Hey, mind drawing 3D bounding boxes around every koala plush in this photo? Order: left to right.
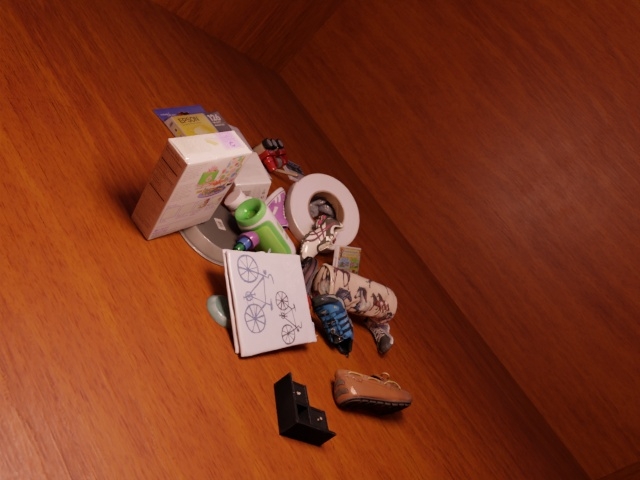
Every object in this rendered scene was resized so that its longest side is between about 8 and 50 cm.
[{"bbox_3d":[0.044,-0.129,2.406,0.196,0.203,0.221,-112,-179,-77],"label":"koala plush"}]

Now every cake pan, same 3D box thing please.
[{"bbox_3d":[-0.369,-0.040,1.605,0.293,0.054,0.293,41,22,-20],"label":"cake pan"}]

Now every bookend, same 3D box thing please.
[{"bbox_3d":[-0.046,0.483,1.318,0.157,0.072,0.156,35,25,-34],"label":"bookend"}]

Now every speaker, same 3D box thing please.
[{"bbox_3d":[-0.196,-0.019,1.692,0.296,0.131,0.131,59,8,-46],"label":"speaker"}]

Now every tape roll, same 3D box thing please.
[{"bbox_3d":[0.011,-0.132,2.205,0.392,0.072,0.391,11,69,-30],"label":"tape roll"}]

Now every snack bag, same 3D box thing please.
[{"bbox_3d":[-0.155,0.185,1.465,0.343,0.037,0.323,3,70,-51],"label":"snack bag"}]

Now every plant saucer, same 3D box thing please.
[{"bbox_3d":[-0.287,0.207,1.387,0.119,0.021,0.119,40,22,-20],"label":"plant saucer"}]

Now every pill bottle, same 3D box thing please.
[{"bbox_3d":[-0.276,-0.101,1.765,0.193,0.108,0.108,50,17,-35],"label":"pill bottle"}]

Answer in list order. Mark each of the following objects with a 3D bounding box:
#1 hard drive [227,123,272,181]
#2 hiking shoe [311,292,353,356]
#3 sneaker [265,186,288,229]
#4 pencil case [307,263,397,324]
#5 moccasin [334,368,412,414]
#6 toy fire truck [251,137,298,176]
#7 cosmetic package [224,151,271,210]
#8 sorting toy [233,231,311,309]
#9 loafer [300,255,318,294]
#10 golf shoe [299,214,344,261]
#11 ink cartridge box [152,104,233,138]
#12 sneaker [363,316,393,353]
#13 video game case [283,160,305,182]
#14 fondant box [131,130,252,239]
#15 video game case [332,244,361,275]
[{"bbox_3d":[-0.394,-0.428,2.225,0.353,0.047,0.233,56,23,17],"label":"hard drive"},{"bbox_3d":[0.059,0.304,1.691,0.304,0.113,0.132,55,19,-45],"label":"hiking shoe"},{"bbox_3d":[-0.195,-0.124,2.044,0.161,0.102,0.282,48,32,-11],"label":"sneaker"},{"bbox_3d":[0.141,0.235,1.904,0.410,0.183,0.160,22,-9,-35],"label":"pencil case"},{"bbox_3d":[0.189,0.530,1.633,0.380,0.139,0.147,20,43,-35],"label":"moccasin"},{"bbox_3d":[-0.221,-0.411,2.425,0.246,0.159,0.217,61,21,0],"label":"toy fire truck"},{"bbox_3d":[-0.311,-0.238,1.853,0.152,0.151,0.183,-8,55,-29],"label":"cosmetic package"},{"bbox_3d":[-0.183,0.141,1.580,0.365,0.127,0.126,55,43,-12],"label":"sorting toy"},{"bbox_3d":[-0.080,0.131,1.813,0.095,0.109,0.302,40,25,-12],"label":"loafer"},{"bbox_3d":[0.000,0.000,2.019,0.120,0.272,0.105,18,-33,22],"label":"golf shoe"},{"bbox_3d":[-0.511,-0.480,1.997,0.307,0.072,0.303,52,33,1],"label":"ink cartridge box"},{"bbox_3d":[0.241,0.400,2.025,0.132,0.086,0.228,40,12,-9],"label":"sneaker"},{"bbox_3d":[-0.149,-0.397,2.686,0.190,0.022,0.173,15,40,-54],"label":"video game case"},{"bbox_3d":[-0.376,-0.160,1.339,0.096,0.330,0.238,52,38,10],"label":"fondant box"},{"bbox_3d":[0.116,0.130,2.120,0.227,0.026,0.206,9,89,-59],"label":"video game case"}]
